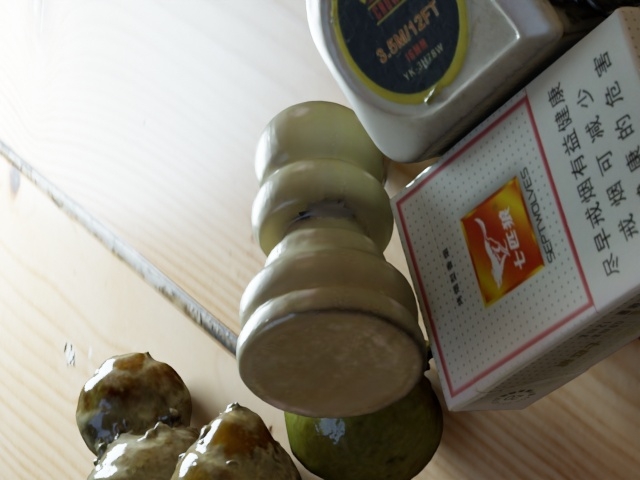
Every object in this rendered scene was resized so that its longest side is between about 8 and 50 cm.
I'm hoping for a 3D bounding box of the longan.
[{"bbox_3d":[0.049,0.153,1.725,0.176,0.145,0.154,-38,90,6],"label":"longan"}]

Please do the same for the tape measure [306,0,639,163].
[{"bbox_3d":[0.120,-0.221,1.554,0.271,0.133,0.231,-39,75,46],"label":"tape measure"}]

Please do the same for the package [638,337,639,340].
[{"bbox_3d":[0.276,0.067,1.501,0.083,0.029,0.059,51,139,29],"label":"package"}]

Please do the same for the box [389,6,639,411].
[{"bbox_3d":[0.201,-0.016,1.500,0.330,0.095,0.210,-40,57,47],"label":"box"}]

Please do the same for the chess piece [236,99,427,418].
[{"bbox_3d":[0.000,0.000,1.675,0.299,0.167,0.167,-96,28,-42],"label":"chess piece"}]

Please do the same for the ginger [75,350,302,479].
[{"bbox_3d":[-0.138,0.275,1.955,0.375,0.176,0.256,18,96,48],"label":"ginger"}]
